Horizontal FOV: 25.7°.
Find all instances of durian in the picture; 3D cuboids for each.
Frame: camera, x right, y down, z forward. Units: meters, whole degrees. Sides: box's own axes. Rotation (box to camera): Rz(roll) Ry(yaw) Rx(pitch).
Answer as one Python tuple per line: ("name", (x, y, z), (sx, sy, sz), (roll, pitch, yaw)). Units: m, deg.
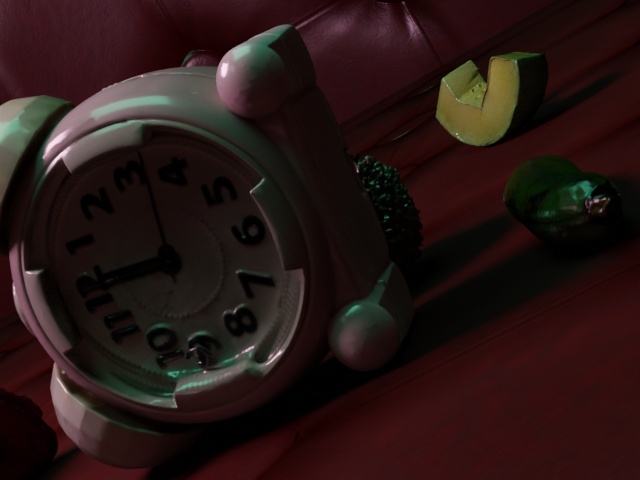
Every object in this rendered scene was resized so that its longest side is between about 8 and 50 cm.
("durian", (0.000, 0.000, 1.376), (0.196, 0.167, 0.196), (-36, 15, 11))

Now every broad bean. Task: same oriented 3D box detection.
("broad bean", (0.201, -0.036, 1.200), (0.077, 0.061, 0.339), (-24, 10, 1))

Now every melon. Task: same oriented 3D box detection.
("melon", (0.223, -0.187, 1.835), (0.064, 0.118, 0.209), (-20, 15, -26))

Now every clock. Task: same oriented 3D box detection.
("clock", (-0.121, 0.007, 1.197), (0.325, 0.342, 0.184), (-22, 5, 13))

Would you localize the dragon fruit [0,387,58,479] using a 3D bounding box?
("dragon fruit", (-0.433, 0.270, 1.467), (0.330, 0.240, 0.302), (-12, -30, -26))
